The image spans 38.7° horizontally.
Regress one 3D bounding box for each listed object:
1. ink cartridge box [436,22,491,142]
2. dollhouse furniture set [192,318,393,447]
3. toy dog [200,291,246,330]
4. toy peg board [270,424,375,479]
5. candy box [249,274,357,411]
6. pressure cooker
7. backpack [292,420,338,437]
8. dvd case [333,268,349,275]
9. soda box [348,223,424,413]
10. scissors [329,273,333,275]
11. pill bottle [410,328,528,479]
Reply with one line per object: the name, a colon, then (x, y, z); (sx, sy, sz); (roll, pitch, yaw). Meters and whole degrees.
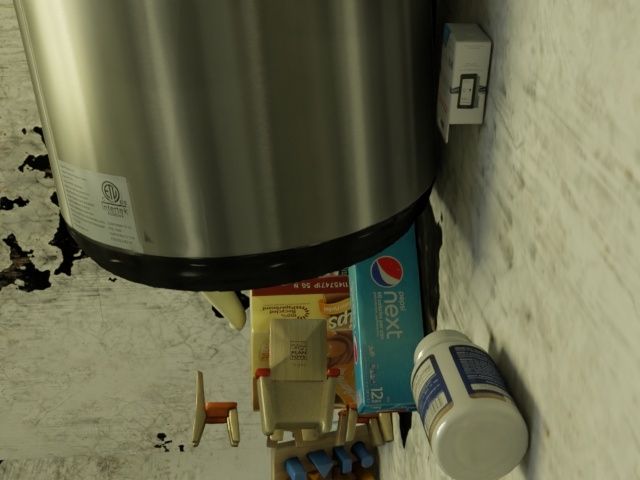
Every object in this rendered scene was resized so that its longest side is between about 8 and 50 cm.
ink cartridge box: (0.111, -0.123, 0.714); (0.048, 0.028, 0.083); (-97, 8, -59)
dollhouse furniture set: (-0.036, 0.195, 1.198); (0.259, 0.262, 0.135); (111, 159, -72)
toy dog: (-0.114, -0.151, 1.334); (0.284, 0.408, 0.395); (35, 165, 48)
toy peg board: (0.017, 0.368, 1.326); (0.079, 0.161, 0.160); (-136, 42, -58)
candy box: (-0.010, 0.157, 1.316); (0.316, 0.183, 0.087); (97, 171, -61)
pressure cooker: (-0.078, -0.208, 0.798); (0.375, 0.370, 0.420); (-88, -8, -64)
backpack: (0.008, 0.389, 1.647); (0.084, 0.105, 0.114); (96, 166, -64)
dvd case: (0.036, -0.057, 1.621); (0.179, 0.030, 0.238); (97, 170, -56)
soda box: (0.071, 0.080, 0.993); (0.067, 0.071, 0.210); (101, 166, -72)
scissors: (0.000, 0.000, 1.653); (0.297, 0.021, 0.109); (55, -153, -65)
pill bottle: (0.103, 0.115, 0.662); (0.120, 0.067, 0.067); (-103, 12, -66)
